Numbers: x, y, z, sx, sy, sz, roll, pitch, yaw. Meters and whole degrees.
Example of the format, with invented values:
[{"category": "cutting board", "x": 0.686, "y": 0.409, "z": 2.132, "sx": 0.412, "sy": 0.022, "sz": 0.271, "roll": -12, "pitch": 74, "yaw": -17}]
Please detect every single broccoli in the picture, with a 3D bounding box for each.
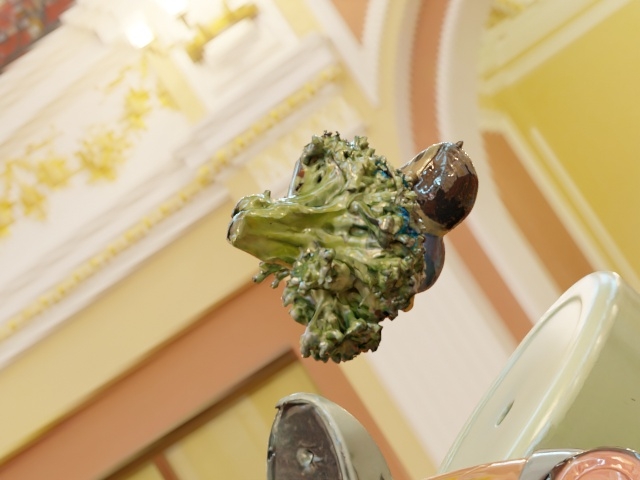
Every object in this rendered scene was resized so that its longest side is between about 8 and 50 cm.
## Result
[{"category": "broccoli", "x": 0.000, "y": 0.000, "z": 1.199, "sx": 0.160, "sy": 0.167, "sz": 0.154, "roll": 16, "pitch": 5, "yaw": -28}]

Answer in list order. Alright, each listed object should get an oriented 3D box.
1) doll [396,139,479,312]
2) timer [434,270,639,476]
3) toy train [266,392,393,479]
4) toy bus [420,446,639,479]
[{"category": "doll", "x": 0.091, "y": -0.016, "z": 1.531, "sx": 0.102, "sy": 0.089, "sz": 0.179, "roll": 2, "pitch": -61, "yaw": -58}, {"category": "timer", "x": 0.275, "y": 0.227, "z": 1.326, "sx": 0.290, "sy": 0.315, "sz": 0.291, "roll": -55, "pitch": 1, "yaw": 2}, {"category": "toy train", "x": 0.030, "y": 0.304, "z": 1.138, "sx": 0.086, "sy": 0.406, "sz": 0.088, "roll": -4, "pitch": 2, "yaw": 40}, {"category": "toy bus", "x": 0.086, "y": 0.246, "z": 0.839, "sx": 0.232, "sy": 0.194, "sz": 0.287, "roll": -5, "pitch": 42, "yaw": 16}]
